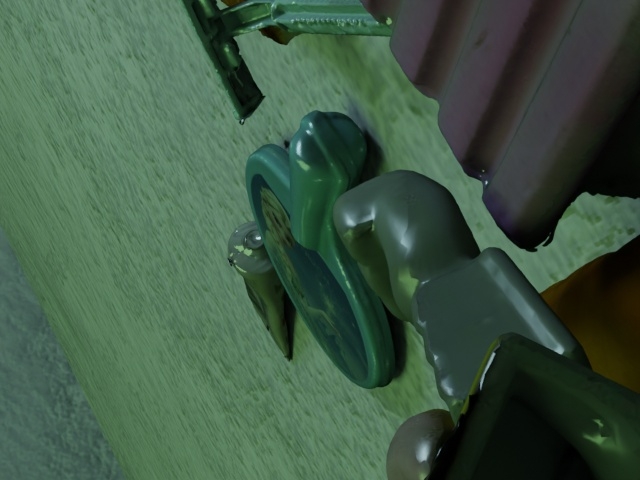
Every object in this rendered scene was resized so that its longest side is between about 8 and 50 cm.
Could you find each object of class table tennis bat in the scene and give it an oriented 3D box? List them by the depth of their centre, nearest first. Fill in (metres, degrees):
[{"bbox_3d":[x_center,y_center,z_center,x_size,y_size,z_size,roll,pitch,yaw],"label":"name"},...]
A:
[{"bbox_3d":[0.000,0.000,0.888,0.149,0.038,0.237,59,166,19],"label":"table tennis bat"}]

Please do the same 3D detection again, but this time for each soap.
[{"bbox_3d":[0.071,-0.092,0.460,0.122,0.065,0.203,60,163,16],"label":"soap"}]

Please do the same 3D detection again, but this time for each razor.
[{"bbox_3d":[0.011,-0.090,0.670,0.211,0.036,0.084,7,130,53],"label":"razor"}]

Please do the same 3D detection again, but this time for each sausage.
[{"bbox_3d":[0.106,0.036,0.570,0.062,0.054,0.183,36,161,-3],"label":"sausage"}]

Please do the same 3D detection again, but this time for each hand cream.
[{"bbox_3d":[-0.037,0.031,1.072,0.057,0.037,0.165,58,170,20],"label":"hand cream"}]

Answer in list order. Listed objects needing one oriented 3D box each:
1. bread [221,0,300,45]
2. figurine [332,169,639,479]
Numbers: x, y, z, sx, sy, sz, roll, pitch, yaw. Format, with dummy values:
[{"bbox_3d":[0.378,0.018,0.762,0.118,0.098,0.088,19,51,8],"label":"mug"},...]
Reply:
[{"bbox_3d":[-0.036,-0.150,0.766,0.090,0.035,0.094,43,154,52],"label":"bread"},{"bbox_3d":[0.077,0.146,0.486,0.285,0.167,0.343,120,154,-81],"label":"figurine"}]
